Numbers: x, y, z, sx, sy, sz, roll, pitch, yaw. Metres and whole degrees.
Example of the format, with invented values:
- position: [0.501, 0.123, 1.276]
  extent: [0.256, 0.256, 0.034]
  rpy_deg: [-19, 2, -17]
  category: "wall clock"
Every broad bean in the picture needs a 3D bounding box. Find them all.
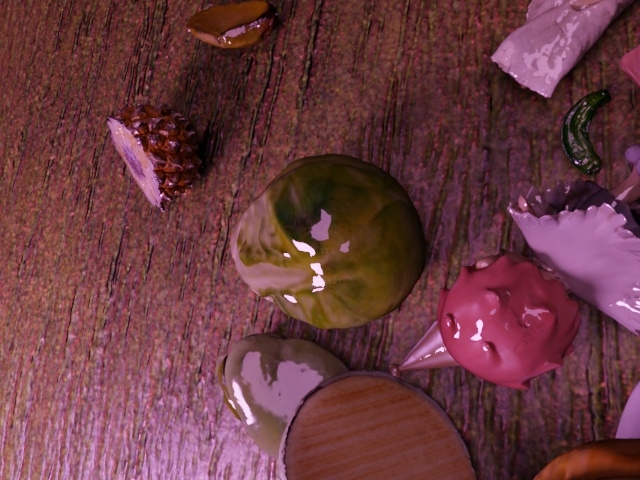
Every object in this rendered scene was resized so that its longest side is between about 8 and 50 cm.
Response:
- position: [-0.043, 0.220, 0.715]
  extent: [0.228, 0.100, 0.169]
  rpy_deg: [17, 88, 19]
  category: "broad bean"

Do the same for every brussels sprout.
- position: [0.000, 0.000, 0.679]
  extent: [0.271, 0.210, 0.219]
  rpy_deg: [-15, 99, 30]
  category: "brussels sprout"

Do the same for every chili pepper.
- position: [0.339, -0.139, 0.662]
  extent: [0.055, 0.035, 0.118]
  rpy_deg: [12, 76, 10]
  category: "chili pepper"

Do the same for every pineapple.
- position: [-0.250, -0.159, 0.849]
  extent: [0.137, 0.161, 0.176]
  rpy_deg: [-32, 63, -26]
  category: "pineapple"

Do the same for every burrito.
- position: [0.376, -0.360, 0.657]
  extent: [0.117, 0.076, 0.392]
  rpy_deg: [42, 98, 22]
  category: "burrito"

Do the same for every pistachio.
- position: [-0.147, -0.357, 0.872]
  extent: [0.173, 0.049, 0.089]
  rpy_deg: [4, 60, 23]
  category: "pistachio"

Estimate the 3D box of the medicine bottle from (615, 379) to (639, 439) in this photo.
- position: [0.442, 0.239, 0.503]
  extent: [0.252, 0.144, 0.144]
  rpy_deg: [18, 88, 19]
  category: "medicine bottle"

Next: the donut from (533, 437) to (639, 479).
- position: [0.353, 0.329, 0.392]
  extent: [0.449, 0.449, 0.198]
  rpy_deg: [15, 44, 22]
  category: "donut"

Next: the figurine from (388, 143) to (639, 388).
- position: [0.246, 0.064, 0.604]
  extent: [0.207, 0.166, 0.387]
  rpy_deg: [41, 113, -7]
  category: "figurine"

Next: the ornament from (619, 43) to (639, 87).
- position: [0.472, -0.143, 0.522]
  extent: [0.221, 0.235, 0.218]
  rpy_deg: [-33, 70, 60]
  category: "ornament"

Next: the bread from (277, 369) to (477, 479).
- position: [0.072, 0.280, 0.602]
  extent: [0.267, 0.267, 0.040]
  rpy_deg: [52, 138, 20]
  category: "bread"
